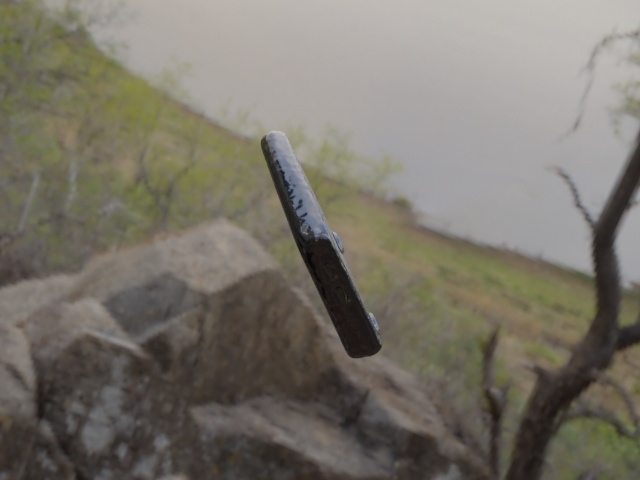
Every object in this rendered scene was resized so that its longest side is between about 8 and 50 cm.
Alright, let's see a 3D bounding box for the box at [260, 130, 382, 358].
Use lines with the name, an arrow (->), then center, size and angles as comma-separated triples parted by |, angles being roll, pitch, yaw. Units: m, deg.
box -> 0.000, 0.000, 0.912 | 0.126, 0.027, 0.125 | -112, 178, -48
